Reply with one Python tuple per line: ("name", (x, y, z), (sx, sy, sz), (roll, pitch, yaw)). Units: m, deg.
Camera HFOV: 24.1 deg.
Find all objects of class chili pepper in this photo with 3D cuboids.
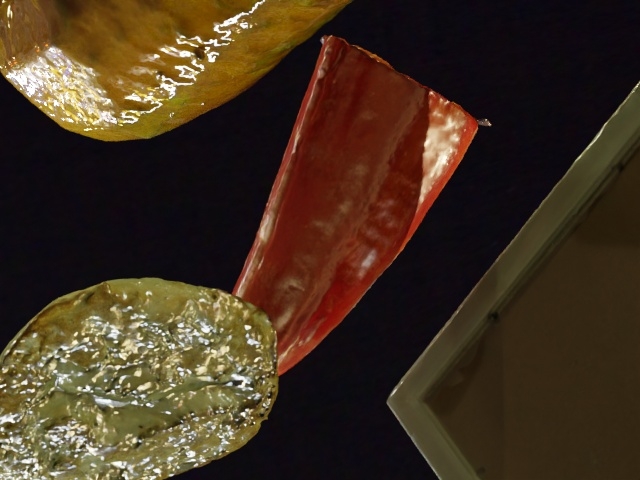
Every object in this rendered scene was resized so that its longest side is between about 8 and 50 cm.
("chili pepper", (-0.002, -0.001, 0.674), (0.088, 0.065, 0.169), (29, -92, -24))

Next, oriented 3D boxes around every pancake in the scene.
("pancake", (-0.063, 0.052, 0.507), (0.108, 0.108, 0.017), (-51, -139, 26))

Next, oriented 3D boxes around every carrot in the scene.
("carrot", (-0.003, -0.139, 0.521), (0.302, 0.114, 0.114), (-33, -95, 36))

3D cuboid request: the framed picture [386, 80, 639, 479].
("framed picture", (0.167, 0.088, 0.581), (0.232, 0.019, 0.296), (-53, -130, 23))
